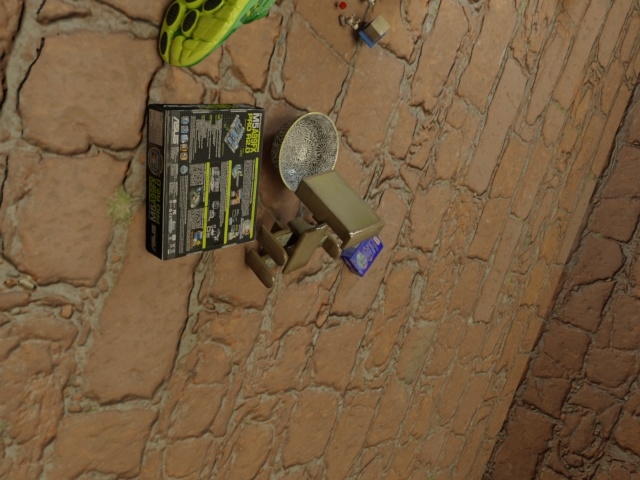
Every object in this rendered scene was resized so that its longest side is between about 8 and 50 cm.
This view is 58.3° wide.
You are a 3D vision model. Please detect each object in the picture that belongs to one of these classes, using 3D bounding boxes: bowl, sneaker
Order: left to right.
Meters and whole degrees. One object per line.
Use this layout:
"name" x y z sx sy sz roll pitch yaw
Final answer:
"sneaker" -0.140 -0.388 0.949 0.295 0.109 0.123 -47 163 -3
"bowl" -0.047 -0.188 1.188 0.170 0.080 0.170 -25 126 -39

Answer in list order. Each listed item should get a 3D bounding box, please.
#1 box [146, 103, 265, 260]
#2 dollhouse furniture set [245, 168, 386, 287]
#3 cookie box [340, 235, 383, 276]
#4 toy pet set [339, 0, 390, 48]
"box" -0.210 -0.113 1.057 0.216 0.060 0.270 -15 119 -45
"dollhouse furniture set" 0.000 0.000 1.205 0.212 0.161 0.242 -22 152 -42
"cookie box" 0.110 0.027 1.507 0.107 0.040 0.092 -53 139 -15
"toy pet set" 0.096 -0.483 1.240 0.114 0.065 0.122 47 65 -12
